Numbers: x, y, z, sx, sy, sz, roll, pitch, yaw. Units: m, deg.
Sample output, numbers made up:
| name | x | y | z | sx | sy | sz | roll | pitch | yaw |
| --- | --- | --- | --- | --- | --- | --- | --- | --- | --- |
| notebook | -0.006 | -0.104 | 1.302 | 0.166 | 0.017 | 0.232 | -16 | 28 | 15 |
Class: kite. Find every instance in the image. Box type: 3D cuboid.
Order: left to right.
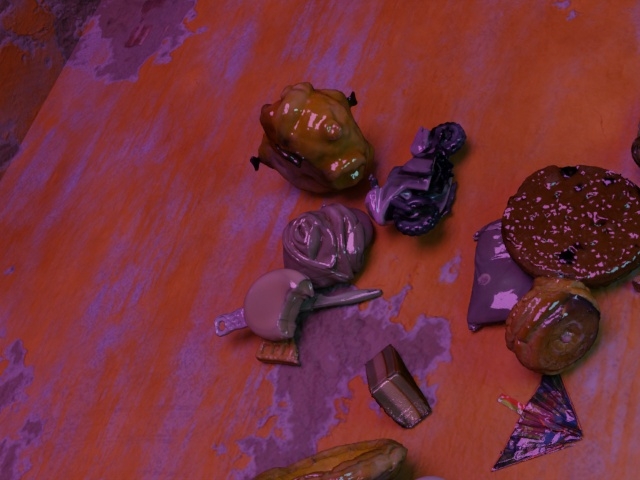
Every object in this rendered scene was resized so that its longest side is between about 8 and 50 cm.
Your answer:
| name | x | y | z | sx | sy | sz | roll | pitch | yaw |
| --- | --- | --- | --- | --- | --- | --- | --- | --- | --- |
| kite | 0.391 | 0.330 | 1.620 | 0.183 | 0.014 | 0.241 | 26 | 77 | 44 |

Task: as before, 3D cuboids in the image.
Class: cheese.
| name | x | y | z | sx | sy | sz | roll | pitch | yaw |
| --- | --- | --- | --- | --- | --- | --- | --- | --- | --- |
| cheese | -0.136 | 0.142 | 2.010 | 0.248 | 0.071 | 0.163 | 0 | 78 | 34 |

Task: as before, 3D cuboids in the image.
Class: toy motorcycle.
| name | x | y | z | sx | sy | sz | roll | pitch | yaw |
| --- | --- | --- | --- | --- | --- | --- | --- | --- | --- |
| toy motorcycle | 0.209 | -0.141 | 2.003 | 0.188 | 0.143 | 0.327 | -2 | 51 | 34 |

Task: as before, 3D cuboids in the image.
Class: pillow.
| name | x | y | z | sx | sy | sz | roll | pitch | yaw |
| --- | --- | --- | --- | --- | --- | --- | --- | --- | --- |
| pillow | 0.374 | 0.056 | 1.801 | 0.169 | 0.059 | 0.255 | -7 | 54 | 27 |

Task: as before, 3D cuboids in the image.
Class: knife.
| name | x | y | z | sx | sy | sz | roll | pitch | yaw |
| --- | --- | --- | --- | --- | --- | --- | --- | --- | --- |
| knife | 0.001 | 0.135 | 2.006 | 0.293 | 0.020 | 0.043 | -12 | 54 | 19 |

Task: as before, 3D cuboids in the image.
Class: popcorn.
| name | x | y | z | sx | sy | sz | roll | pitch | yaw |
| --- | --- | --- | --- | --- | --- | --- | --- | --- | --- |
| popcorn | -0.014 | -0.255 | 2.130 | 0.281 | 0.297 | 0.316 | -43 | 44 | -13 |

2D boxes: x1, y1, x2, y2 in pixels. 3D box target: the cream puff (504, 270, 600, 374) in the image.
| name | x | y | z | sx | sy | sz | roll | pitch | yaw |
| --- | --- | --- | --- | --- | --- | --- | --- | --- | --- |
| cream puff | 0.417 | 0.145 | 1.625 | 0.189 | 0.189 | 0.129 | -44 | 40 | -1 |

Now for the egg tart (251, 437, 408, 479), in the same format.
| name | x | y | z | sx | sy | sz | roll | pitch | yaw |
| --- | --- | --- | --- | --- | --- | --- | --- | --- | --- |
| egg tart | 0.008 | 0.459 | 1.609 | 0.345 | 0.345 | 0.132 | -17 | 82 | 23 |

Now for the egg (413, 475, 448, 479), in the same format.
| name | x | y | z | sx | sy | sz | roll | pitch | yaw |
| --- | --- | --- | --- | --- | --- | --- | --- | --- | --- |
| egg | 0.189 | 0.510 | 1.527 | 0.151 | 0.151 | 0.209 | -11 | 58 | 28 |

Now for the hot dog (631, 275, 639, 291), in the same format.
| name | x | y | z | sx | sy | sz | roll | pitch | yaw |
| --- | --- | --- | --- | --- | --- | --- | --- | --- | --- |
| hot dog | 0.619 | 0.082 | 1.634 | 0.090 | 0.030 | 0.034 | 17 | 60 | 41 |

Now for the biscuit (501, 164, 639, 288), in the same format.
| name | x | y | z | sx | sy | sz | roll | pitch | yaw |
| --- | --- | --- | --- | --- | --- | --- | --- | --- | --- |
| biscuit | 0.502 | -0.025 | 1.744 | 0.296 | 0.075 | 0.296 | -10 | 55 | 15 |

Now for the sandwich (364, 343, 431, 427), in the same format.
| name | x | y | z | sx | sy | sz | roll | pitch | yaw |
| --- | --- | --- | --- | --- | --- | --- | --- | --- | --- |
| sandwich | 0.154 | 0.296 | 1.804 | 0.079 | 0.113 | 0.163 | -38 | 10 | 6 |

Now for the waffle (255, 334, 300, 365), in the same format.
| name | x | y | z | sx | sy | sz | roll | pitch | yaw |
| --- | --- | --- | --- | --- | --- | --- | --- | --- | --- |
| waffle | -0.070 | 0.191 | 2.023 | 0.125 | 0.032 | 0.191 | 0 | 57 | 34 |

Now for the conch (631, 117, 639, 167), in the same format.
| name | x | y | z | sx | sy | sz | roll | pitch | yaw |
| --- | --- | --- | --- | --- | --- | --- | --- | --- | --- |
| conch | 0.684 | -0.198 | 1.738 | 0.181 | 0.124 | 0.187 | -44 | 21 | 12 |

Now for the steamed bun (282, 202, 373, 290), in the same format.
| name | x | y | z | sx | sy | sz | roll | pitch | yaw |
| --- | --- | --- | --- | --- | --- | --- | --- | --- | --- |
| steamed bun | 0.001 | -0.002 | 2.037 | 0.218 | 0.144 | 0.211 | -10 | 53 | 28 |
